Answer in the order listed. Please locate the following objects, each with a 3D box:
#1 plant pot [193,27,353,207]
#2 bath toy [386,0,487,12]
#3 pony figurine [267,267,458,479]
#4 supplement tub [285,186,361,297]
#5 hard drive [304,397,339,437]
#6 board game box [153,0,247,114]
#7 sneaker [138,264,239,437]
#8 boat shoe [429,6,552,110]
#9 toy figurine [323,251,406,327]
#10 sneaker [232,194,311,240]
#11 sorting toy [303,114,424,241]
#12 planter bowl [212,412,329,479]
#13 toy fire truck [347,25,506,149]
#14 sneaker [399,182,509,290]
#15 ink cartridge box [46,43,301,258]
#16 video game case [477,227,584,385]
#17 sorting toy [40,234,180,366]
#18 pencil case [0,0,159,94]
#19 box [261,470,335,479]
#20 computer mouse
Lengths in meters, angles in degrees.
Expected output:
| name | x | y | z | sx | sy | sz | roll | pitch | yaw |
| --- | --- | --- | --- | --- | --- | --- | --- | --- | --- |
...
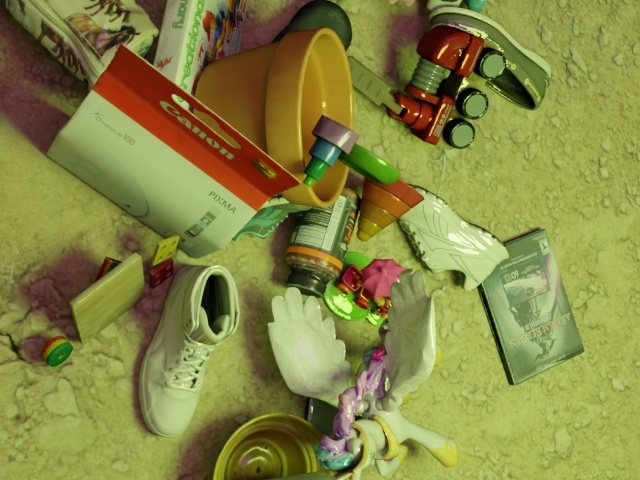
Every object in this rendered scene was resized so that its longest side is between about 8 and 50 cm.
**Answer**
| name | x | y | z | sx | sy | sz | roll | pitch | yaw |
| --- | --- | --- | --- | --- | --- | --- | --- | --- | --- |
| plant pot | -0.079 | -0.202 | 1.426 | 0.203 | 0.291 | 0.291 | 2 | 80 | 19 |
| bath toy | 0.180 | -0.540 | 1.670 | 0.348 | 0.129 | 0.151 | -2 | 50 | -25 |
| pony figurine | 0.099 | 0.243 | 1.434 | 0.363 | 0.302 | 0.351 | 14 | 66 | -58 |
| supplement tub | 0.000 | 0.000 | 1.532 | 0.106 | 0.106 | 0.198 | 23 | 75 | -20 |
| hard drive | 0.012 | 0.357 | 1.539 | 0.094 | 0.022 | 0.135 | 11 | 79 | -23 |
| board game box | -0.206 | -0.308 | 1.440 | 0.053 | 0.193 | 0.306 | 5 | 79 | 19 |
| sneaker | -0.213 | 0.178 | 1.380 | 0.108 | 0.169 | 0.293 | 13 | 80 | -24 |
| boat shoe | 0.343 | -0.367 | 1.731 | 0.304 | 0.109 | 0.091 | 25 | 69 | -24 |
| toy figurine | 0.108 | 0.091 | 1.540 | 0.173 | 0.159 | 0.130 | 40 | 69 | -15 |
| sneaker | -0.093 | -0.040 | 1.504 | 0.166 | 0.065 | 0.076 | -9 | 99 | 6 |
| sorting toy | 0.056 | -0.083 | 1.411 | 0.127 | 0.365 | 0.126 | 31 | 90 | 26 |
| planter bowl | -0.093 | 0.396 | 1.447 | 0.217 | 0.090 | 0.217 | 2 | 86 | -26 |
| toy fire truck | 0.186 | -0.312 | 1.616 | 0.246 | 0.158 | 0.217 | 14 | 108 | -26 |
| sneaker | 0.219 | -0.012 | 1.635 | 0.297 | 0.111 | 0.129 | 34 | 94 | -8 |
| ink cartridge box | -0.235 | -0.110 | 1.284 | 0.308 | 0.385 | 0.091 | 37 | 70 | -15 |
| video game case | 0.426 | 0.134 | 1.753 | 0.196 | 0.026 | 0.274 | -19 | 91 | -25 |
| sorting toy | -0.341 | 0.078 | 1.363 | 0.046 | 0.132 | 0.274 | 41 | 61 | 17 |
| pencil case | -0.432 | -0.399 | 1.331 | 0.410 | 0.160 | 0.183 | 46 | 34 | -7 |
| box | -0.052 | 0.451 | 1.362 | 0.170 | 0.091 | 0.130 | 0 | 87 | -26 |
| computer mouse | -0.022 | -0.343 | 1.583 | 0.188 | 0.072 | 0.272 | 38 | 70 | -15 |
